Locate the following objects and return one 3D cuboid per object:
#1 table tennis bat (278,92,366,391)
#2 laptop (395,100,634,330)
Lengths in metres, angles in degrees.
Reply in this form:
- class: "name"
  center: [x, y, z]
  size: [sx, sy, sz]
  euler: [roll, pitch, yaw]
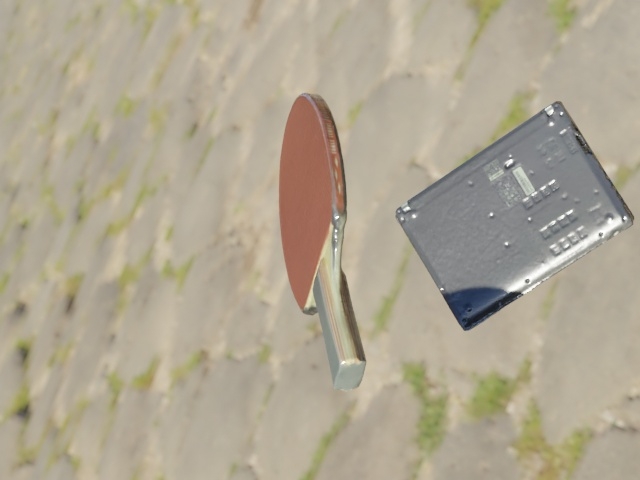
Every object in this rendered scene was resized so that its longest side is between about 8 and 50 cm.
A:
- class: "table tennis bat"
  center: [0.000, 0.000, 1.075]
  size: [0.130, 0.019, 0.220]
  euler: [106, 159, -46]
- class: "laptop"
  center: [0.165, -0.020, 1.450]
  size: [0.180, 0.016, 0.129]
  euler: [-35, 73, 18]
